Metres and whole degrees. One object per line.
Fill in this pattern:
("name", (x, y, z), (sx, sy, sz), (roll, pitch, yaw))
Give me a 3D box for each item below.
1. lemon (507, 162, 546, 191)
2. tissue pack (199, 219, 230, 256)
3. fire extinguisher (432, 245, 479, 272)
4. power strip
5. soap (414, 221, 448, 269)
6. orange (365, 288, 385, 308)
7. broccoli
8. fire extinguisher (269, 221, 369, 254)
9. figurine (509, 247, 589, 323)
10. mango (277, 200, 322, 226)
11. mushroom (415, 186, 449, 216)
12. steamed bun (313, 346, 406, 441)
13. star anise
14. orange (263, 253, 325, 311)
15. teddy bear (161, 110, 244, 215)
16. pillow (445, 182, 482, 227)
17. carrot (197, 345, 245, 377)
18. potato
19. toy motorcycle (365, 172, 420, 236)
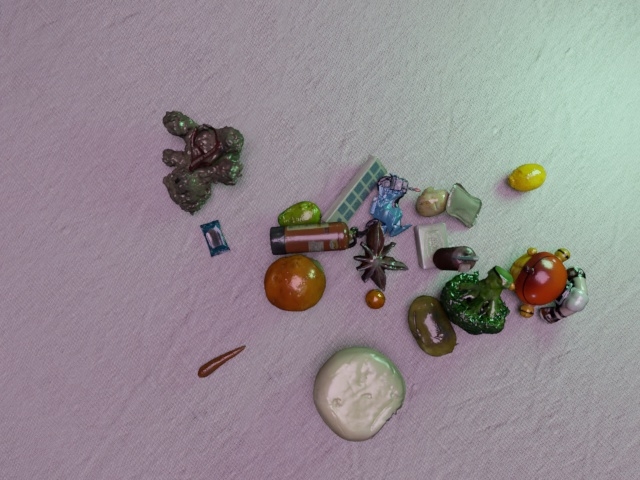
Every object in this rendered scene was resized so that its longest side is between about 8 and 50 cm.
("lemon", (0.843, -0.257, 1.820), (0.155, 0.114, 0.114), (-14, 88, -1))
("tissue pack", (-0.429, -0.010, 1.816), (0.085, 0.028, 0.138), (-19, 93, 1))
("fire extinguisher", (0.501, 0.069, 1.655), (0.105, 0.269, 0.104), (0, 88, -5))
("power strip", (0.134, -0.179, 1.804), (0.367, 0.106, 0.043), (-52, 45, -3))
("soap", (0.455, 0.023, 1.821), (0.121, 0.064, 0.183), (-8, 88, -4))
("orange", (0.221, 0.238, 1.794), (0.084, 0.083, 0.083), (0, 87, -2))
("broccoli", (0.618, 0.221, 1.709), (0.297, 0.297, 0.297), (33, 122, 0))
("fire extinguisher", (-0.001, -0.011, 1.745), (0.376, 0.200, 0.113), (-4, 90, 4))
("figurine", (0.887, 0.166, 1.761), (0.323, 0.196, 0.320), (28, 93, -10))
("mango", (-0.084, -0.094, 1.792), (0.178, 0.100, 0.119), (-12, 99, 4))
("mushroom", (0.448, -0.154, 1.789), (0.148, 0.148, 0.112), (-21, 70, -3))
("steamed bun", (0.133, 0.565, 1.705), (0.334, 0.233, 0.312), (-36, 87, -12))
("star anise", (0.225, 0.078, 1.766), (0.198, 0.110, 0.257), (-40, 112, -6))
("orange", (-0.097, 0.162, 1.714), (0.240, 0.240, 0.240), (0, 87, -2))
("teddy bear", (-0.478, -0.284, 1.741), (0.357, 0.224, 0.367), (21, 89, 13))
("pillow", (0.577, -0.138, 1.791), (0.233, 0.038, 0.130), (22, 91, -39))
("carrot", (-0.395, 0.480, 1.788), (0.216, 0.048, 0.048), (-31, 89, -8))
("potato", (0.438, 0.339, 1.765), (0.169, 0.143, 0.248), (-15, 83, -25))
("toy motorcycle", (0.293, -0.131, 1.794), (0.182, 0.123, 0.272), (14, 91, 12))
